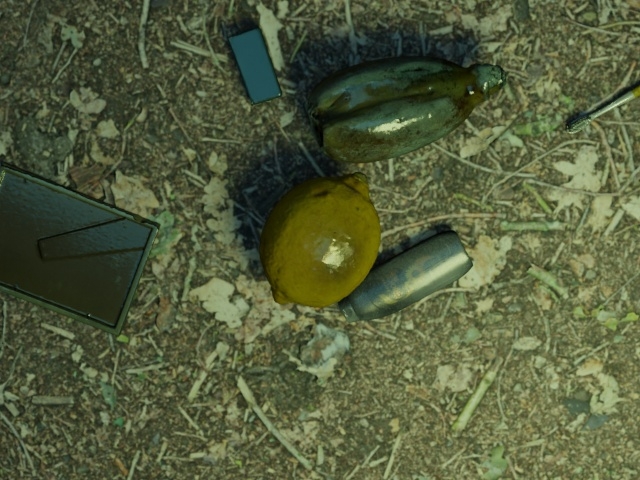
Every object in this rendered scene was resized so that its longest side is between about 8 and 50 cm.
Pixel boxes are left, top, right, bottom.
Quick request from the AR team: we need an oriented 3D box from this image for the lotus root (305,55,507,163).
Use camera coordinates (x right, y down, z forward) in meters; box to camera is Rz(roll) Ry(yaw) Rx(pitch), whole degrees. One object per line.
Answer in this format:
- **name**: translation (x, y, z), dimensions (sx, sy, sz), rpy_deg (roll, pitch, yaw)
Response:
- **lotus root**: translation (0.139, -0.219, 1.685), dimensions (0.322, 0.140, 0.158), rpy_deg (-13, 74, -3)

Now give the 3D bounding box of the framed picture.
- **framed picture**: translation (-0.443, 0.016, 1.785), dimensions (0.289, 0.020, 0.211), rpy_deg (21, 99, -2)

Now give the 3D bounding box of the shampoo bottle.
- **shampoo bottle**: translation (0.140, 0.067, 1.767), dimensions (0.233, 0.049, 0.087), rpy_deg (-28, 95, 5)

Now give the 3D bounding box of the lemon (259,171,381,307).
- **lemon**: translation (0.000, 0.000, 1.691), dimensions (0.188, 0.188, 0.257), rpy_deg (31, 100, -4)

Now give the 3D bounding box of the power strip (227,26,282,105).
- **power strip**: translation (-0.107, -0.286, 1.726), dimensions (0.056, 0.032, 0.123), rpy_deg (-19, 98, 4)

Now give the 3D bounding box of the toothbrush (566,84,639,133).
- **toothbrush**: translation (0.535, -0.253, 1.724), dimensions (0.288, 0.024, 0.021), rpy_deg (-30, 95, 5)
